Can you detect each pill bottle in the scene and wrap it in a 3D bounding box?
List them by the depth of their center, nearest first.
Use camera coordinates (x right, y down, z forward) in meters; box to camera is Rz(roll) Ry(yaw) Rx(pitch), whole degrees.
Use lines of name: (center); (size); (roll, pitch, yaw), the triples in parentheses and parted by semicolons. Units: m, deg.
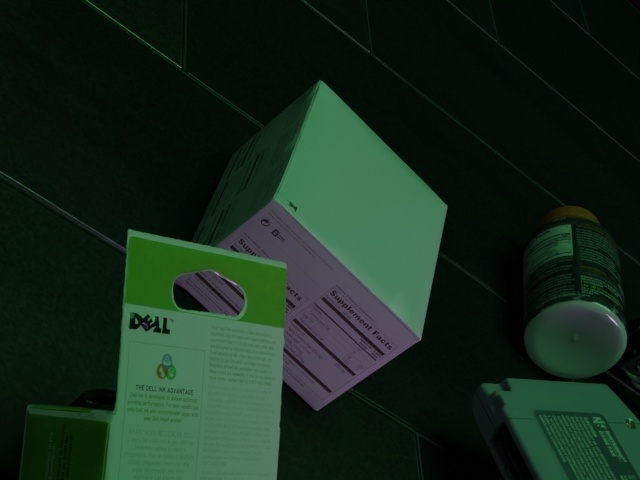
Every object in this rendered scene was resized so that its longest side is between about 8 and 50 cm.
pill bottle: (0.329, 0.056, 1.995); (0.130, 0.130, 0.245); (41, 31, -20)

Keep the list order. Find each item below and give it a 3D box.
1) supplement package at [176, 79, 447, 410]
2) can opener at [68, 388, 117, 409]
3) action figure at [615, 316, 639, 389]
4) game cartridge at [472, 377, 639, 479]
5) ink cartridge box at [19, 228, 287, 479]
supplement package: (0.000, 0.000, 1.556); (0.204, 0.145, 0.262); (44, 30, -15)
can opener: (-0.148, 0.170, 1.235); (0.186, 0.073, 0.059); (26, 29, -55)
action figure: (0.506, 0.231, 2.105); (0.285, 0.099, 0.185); (47, 21, -17)
game cartridge: (0.293, 0.268, 1.571); (0.198, 0.062, 0.297); (10, 38, -33)
ink cartridge box: (-0.121, 0.132, 1.149); (0.189, 0.097, 0.255); (13, 78, -50)
